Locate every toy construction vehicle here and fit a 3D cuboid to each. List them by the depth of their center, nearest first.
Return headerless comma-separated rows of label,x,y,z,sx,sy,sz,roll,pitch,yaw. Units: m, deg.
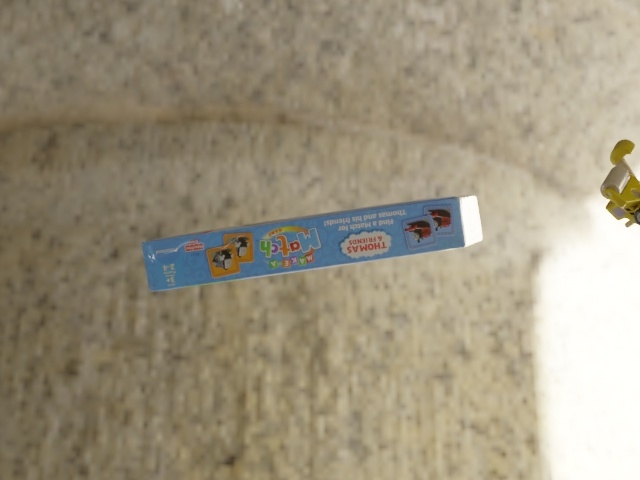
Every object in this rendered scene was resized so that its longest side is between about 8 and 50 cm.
toy construction vehicle,0.212,-0.012,1.143,0.098,0.086,0.035,38,131,-4

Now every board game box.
board game box,0.000,0.000,1.275,0.211,0.039,0.160,-9,180,9
